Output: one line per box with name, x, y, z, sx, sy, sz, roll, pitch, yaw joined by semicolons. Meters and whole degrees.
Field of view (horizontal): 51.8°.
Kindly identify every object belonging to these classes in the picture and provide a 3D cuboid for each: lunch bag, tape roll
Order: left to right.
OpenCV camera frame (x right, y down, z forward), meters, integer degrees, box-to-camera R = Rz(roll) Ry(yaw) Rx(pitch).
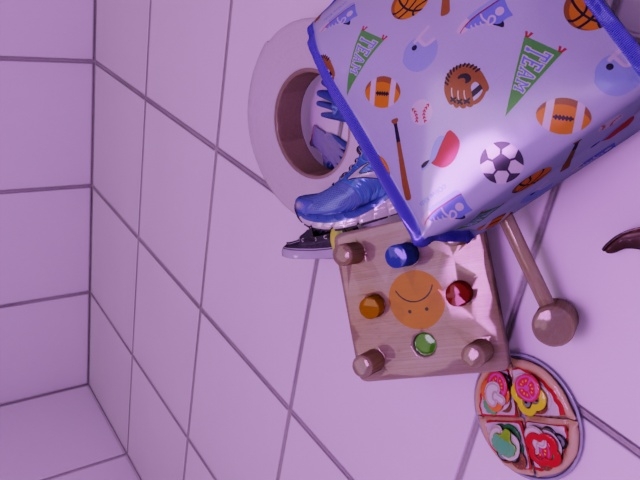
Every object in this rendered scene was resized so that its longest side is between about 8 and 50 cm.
tape roll;0.005;-0.226;1.259;0.392;0.072;0.391;18;116;42
lunch bag;0.190;-0.235;0.844;0.328;0.239;0.385;-38;71;25

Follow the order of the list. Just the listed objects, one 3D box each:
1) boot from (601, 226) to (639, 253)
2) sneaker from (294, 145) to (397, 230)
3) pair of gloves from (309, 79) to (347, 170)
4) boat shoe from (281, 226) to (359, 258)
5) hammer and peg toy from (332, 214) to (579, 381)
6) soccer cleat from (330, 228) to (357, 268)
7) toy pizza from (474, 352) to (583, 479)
boot;0.419;0.033;0.818;0.106;0.037;0.114;-45;66;51
sneaker;0.097;-0.110;1.086;0.330;0.130;0.147;-17;93;28
pair of gloves;0.031;-0.221;1.316;0.159;0.023;0.198;44;129;41
boat shoe;0.000;0.000;1.361;0.229;0.080;0.076;-2;90;54
hammer and peg toy;0.202;0.075;1.027;0.362;0.127;0.265;-13;87;29
soccer cleat;0.082;0.104;1.216;0.121;0.093;0.289;-38;75;32
toy pizza;0.310;0.275;1.020;0.201;0.032;0.201;16;110;52
